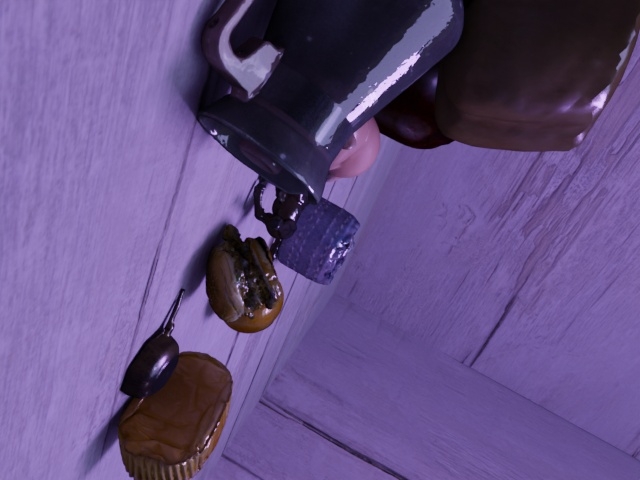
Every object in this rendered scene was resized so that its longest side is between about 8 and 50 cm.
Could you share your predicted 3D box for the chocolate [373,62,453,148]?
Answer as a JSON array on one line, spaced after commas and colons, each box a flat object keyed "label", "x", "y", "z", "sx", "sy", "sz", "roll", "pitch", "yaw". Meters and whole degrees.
[{"label": "chocolate", "x": 0.232, "y": -0.385, "z": 1.462, "sx": 0.384, "sy": 0.331, "sz": 0.384, "roll": -60, "pitch": 170, "yaw": -18}]

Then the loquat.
[{"label": "loquat", "x": -0.152, "y": 0.131, "z": 1.459, "sx": 0.163, "sy": 0.137, "sz": 0.163, "roll": -39, "pitch": 162, "yaw": -15}]

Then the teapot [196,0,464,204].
[{"label": "teapot", "x": 0.003, "y": -0.251, "z": 0.878, "sx": 0.344, "sy": 0.253, "sz": 0.300, "roll": -56, "pitch": 138, "yaw": -7}]

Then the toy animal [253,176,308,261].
[{"label": "toy animal", "x": -0.064, "y": -0.072, "z": 1.323, "sx": 0.148, "sy": 0.084, "sz": 0.233, "roll": 48, "pitch": 54, "yaw": -55}]

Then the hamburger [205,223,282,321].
[{"label": "hamburger", "x": -0.151, "y": 0.059, "z": 1.234, "sx": 0.159, "sy": 0.131, "sz": 0.185, "roll": 153, "pitch": -76, "yaw": -76}]

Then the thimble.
[{"label": "thimble", "x": 0.000, "y": 0.000, "z": 1.850, "sx": 0.205, "sy": 0.172, "sz": 0.236, "roll": -63, "pitch": 174, "yaw": 31}]

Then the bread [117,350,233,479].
[{"label": "bread", "x": -0.272, "y": 0.340, "z": 1.267, "sx": 0.133, "sy": 0.179, "sz": 0.250, "roll": 97, "pitch": 12, "yaw": -47}]

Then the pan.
[{"label": "pan", "x": -0.281, "y": 0.197, "z": 1.176, "sx": 0.202, "sy": 0.048, "sz": 0.128, "roll": -66, "pitch": 170, "yaw": 26}]

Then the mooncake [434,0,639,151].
[{"label": "mooncake", "x": 0.331, "y": -0.381, "z": 1.084, "sx": 0.467, "sy": 0.262, "sz": 0.467, "roll": 5, "pitch": 90, "yaw": -86}]

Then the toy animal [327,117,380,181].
[{"label": "toy animal", "x": 0.042, "y": -0.214, "z": 1.366, "sx": 0.154, "sy": 0.166, "sz": 0.250, "roll": -33, "pitch": 163, "yaw": 3}]
